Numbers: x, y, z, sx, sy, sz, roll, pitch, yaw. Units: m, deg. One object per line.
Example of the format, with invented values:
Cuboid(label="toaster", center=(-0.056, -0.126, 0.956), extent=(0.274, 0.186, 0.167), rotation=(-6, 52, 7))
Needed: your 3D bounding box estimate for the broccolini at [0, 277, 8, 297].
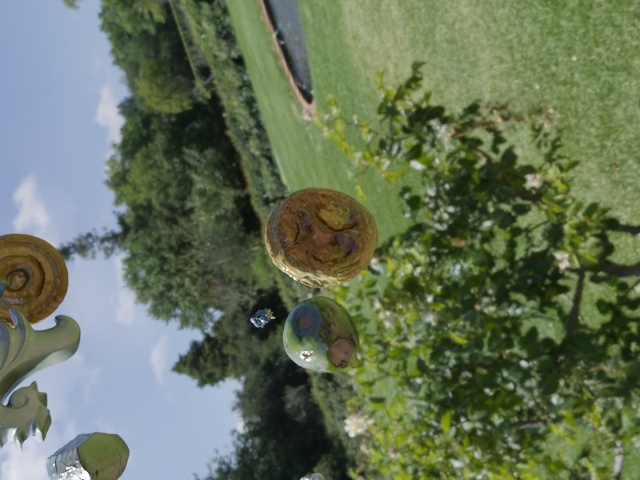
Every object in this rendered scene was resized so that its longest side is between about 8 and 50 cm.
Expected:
Cuboid(label="broccolini", center=(-0.771, 0.166, 1.527), extent=(0.091, 0.202, 0.068), rotation=(49, -168, 13))

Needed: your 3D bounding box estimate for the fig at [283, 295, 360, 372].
Cuboid(label="fig", center=(0.025, 0.282, 1.775), extent=(0.275, 0.206, 0.206), rotation=(51, -166, -48))

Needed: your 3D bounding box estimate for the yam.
Cuboid(label="yam", center=(-0.779, 0.751, 2.235), extent=(0.201, 0.271, 0.202), rotation=(53, -139, 1))

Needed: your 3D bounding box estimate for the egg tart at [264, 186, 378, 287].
Cuboid(label="egg tart", center=(0.000, 0.000, 2.541), extent=(0.178, 0.442, 0.443), rotation=(104, 150, -60))

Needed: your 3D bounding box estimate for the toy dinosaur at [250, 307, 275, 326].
Cuboid(label="toy dinosaur", center=(-0.141, 0.186, 1.611), extent=(0.031, 0.047, 0.083), rotation=(52, 155, -12))

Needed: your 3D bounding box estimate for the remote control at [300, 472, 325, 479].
Cuboid(label="remote control", center=(0.006, 0.801, 1.986), extent=(0.044, 0.073, 0.229), rotation=(-81, -28, -68))

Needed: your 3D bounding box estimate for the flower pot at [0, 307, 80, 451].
Cuboid(label="flower pot", center=(-0.811, 0.358, 1.749), extent=(0.165, 0.254, 0.368), rotation=(121, 162, -55))

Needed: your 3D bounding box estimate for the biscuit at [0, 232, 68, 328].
Cuboid(label="biscuit", center=(-0.915, 0.119, 1.987), extent=(0.102, 0.296, 0.297), rotation=(-23, 84, 63))
